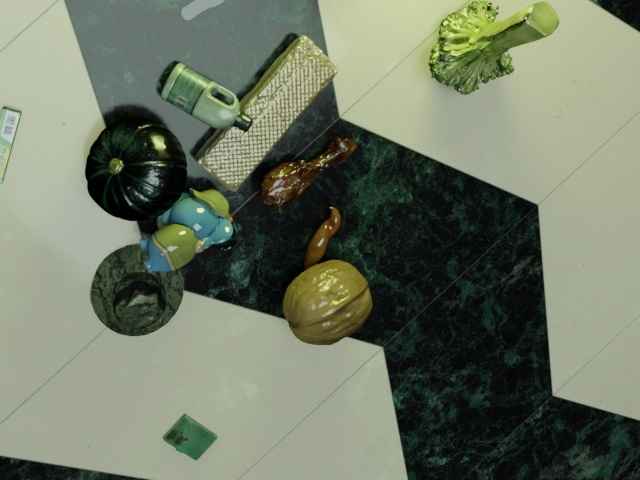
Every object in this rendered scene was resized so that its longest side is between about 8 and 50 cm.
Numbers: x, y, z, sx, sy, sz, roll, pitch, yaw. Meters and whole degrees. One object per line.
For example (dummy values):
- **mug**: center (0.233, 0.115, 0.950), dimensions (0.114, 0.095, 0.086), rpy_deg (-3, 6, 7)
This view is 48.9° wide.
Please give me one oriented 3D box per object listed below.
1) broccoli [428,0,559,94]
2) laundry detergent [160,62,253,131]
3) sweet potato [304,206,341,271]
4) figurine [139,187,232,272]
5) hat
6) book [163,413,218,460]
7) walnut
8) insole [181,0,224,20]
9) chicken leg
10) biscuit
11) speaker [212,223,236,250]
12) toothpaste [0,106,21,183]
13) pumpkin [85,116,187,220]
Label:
- **broccoli**: center (0.459, -0.527, 1.805), dimensions (0.252, 0.361, 0.221), rpy_deg (-33, 103, -41)
- **laundry detergent**: center (-0.268, -0.335, 1.713), dimensions (0.225, 0.070, 0.099), rpy_deg (29, 83, -4)
- **sweet potato**: center (0.002, 0.001, 1.985), dimensions (0.055, 0.058, 0.202), rpy_deg (27, 100, -15)
- **figurine**: center (-0.347, -0.031, 1.777), dimensions (0.262, 0.180, 0.154), rpy_deg (-31, 123, -16)
- **hat**: center (-0.472, 0.156, 1.830), dimensions (0.265, 0.128, 0.266), rpy_deg (-7, 114, -15)
- **book**: center (-0.386, 0.585, 2.077), dimensions (0.103, 0.017, 0.135), rpy_deg (-47, 117, 0)
- **walnut**: center (0.022, 0.172, 1.964), dimensions (0.260, 0.225, 0.225), rpy_deg (-32, 117, -17)
- **insole**: center (-0.278, -0.577, 1.701), dimensions (0.135, 0.002, 0.045), rpy_deg (-35, 116, -5)
- **chicken leg**: center (-0.032, -0.188, 1.895), dimensions (0.304, 0.093, 0.113), rpy_deg (-32, 135, -15)
- **biscuit**: center (-0.140, -0.326, 1.801), dimensions (0.144, 0.078, 0.426), rpy_deg (41, 91, -26)
- **speaker**: center (-0.260, -0.008, 1.882), dimensions (0.075, 0.060, 0.095), rpy_deg (-31, 117, -6)
- **toothpaste**: center (-0.743, -0.221, 1.641), dimensions (0.043, 0.037, 0.179), rpy_deg (16, 103, -23)
- **pumpkin**: center (-0.425, -0.168, 1.696), dimensions (0.247, 0.248, 0.248), rpy_deg (-7, 111, -18)
